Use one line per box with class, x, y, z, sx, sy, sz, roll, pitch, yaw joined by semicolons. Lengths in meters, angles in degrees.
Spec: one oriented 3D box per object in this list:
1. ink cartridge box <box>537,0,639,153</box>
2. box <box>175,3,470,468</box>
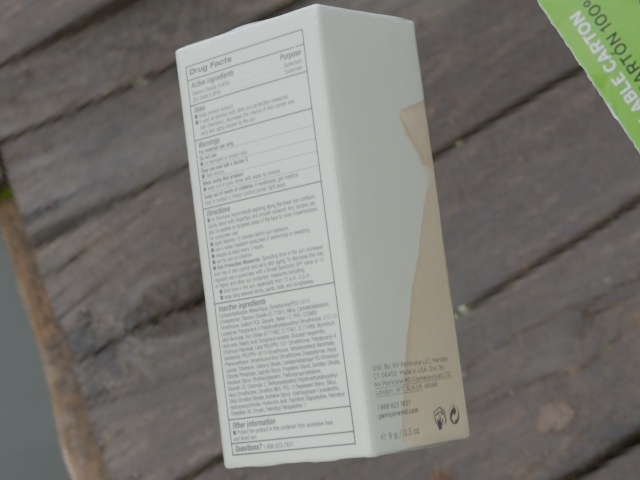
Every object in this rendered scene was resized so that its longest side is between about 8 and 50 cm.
ink cartridge box;0.195;-0.099;0.389;0.255;0.189;0.097;-36;13;3
box;0.000;0.000;1.069;0.148;0.121;0.311;-10;84;40
